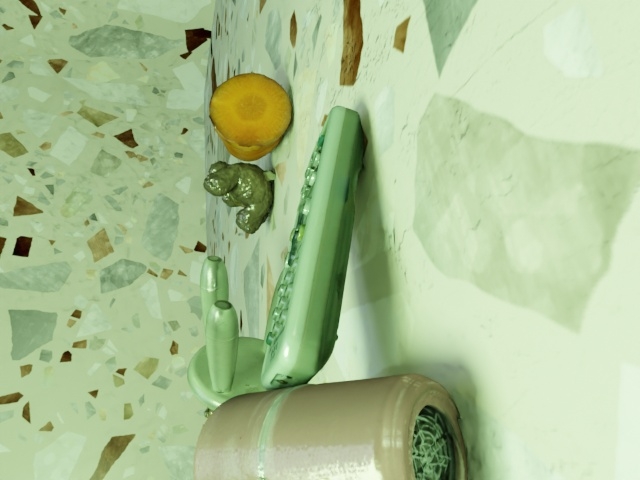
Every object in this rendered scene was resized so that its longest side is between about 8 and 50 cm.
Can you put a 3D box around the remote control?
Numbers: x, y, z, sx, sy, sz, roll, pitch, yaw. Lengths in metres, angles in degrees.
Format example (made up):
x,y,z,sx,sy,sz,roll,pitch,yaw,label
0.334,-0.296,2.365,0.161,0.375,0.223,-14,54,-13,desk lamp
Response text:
x,y,z,sx,sy,sz,roll,pitch,yaw,label
0.000,0.000,0.572,0.128,0.065,0.335,116,167,-57,remote control

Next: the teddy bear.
x,y,z,sx,sy,sz,roll,pitch,yaw,label
-0.176,-0.120,1.153,0.140,0.177,0.190,-43,21,-5,teddy bear

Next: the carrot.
x,y,z,sx,sy,sz,roll,pitch,yaw,label
-0.150,-0.227,1.054,0.225,0.159,0.159,125,143,-73,carrot

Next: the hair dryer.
x,y,z,sx,sy,sz,roll,pitch,yaw,label
-0.042,0.235,0.338,0.210,0.352,0.125,-18,106,34,hair dryer

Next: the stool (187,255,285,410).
x,y,z,sx,sy,sz,roll,pitch,yaw,label
-0.110,0.151,0.811,0.195,0.195,0.199,-121,37,-59,stool

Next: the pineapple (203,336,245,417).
x,y,z,sx,sy,sz,roll,pitch,yaw,label
-0.153,0.348,0.996,0.334,0.161,0.158,-114,28,-48,pineapple
